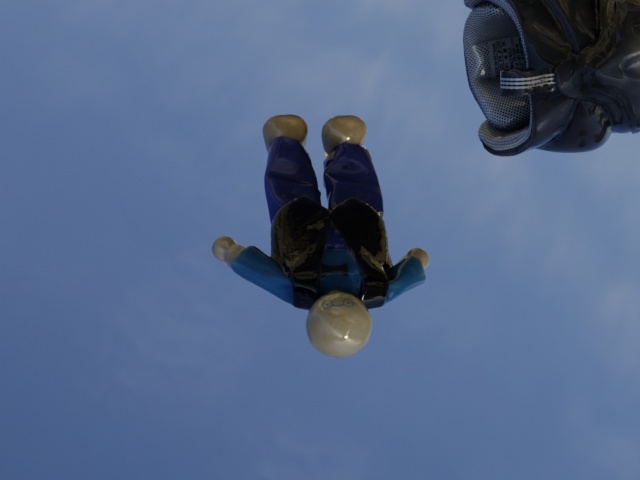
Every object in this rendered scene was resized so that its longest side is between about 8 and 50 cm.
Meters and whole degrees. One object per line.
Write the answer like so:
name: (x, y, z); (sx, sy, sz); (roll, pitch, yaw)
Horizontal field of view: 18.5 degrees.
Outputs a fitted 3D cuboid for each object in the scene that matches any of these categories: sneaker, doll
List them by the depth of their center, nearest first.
sneaker: (0.150, -0.107, 1.001); (0.268, 0.153, 0.101); (-62, -36, -77)
doll: (0.000, 0.000, 1.160); (0.129, 0.046, 0.189); (0, -138, -9)
